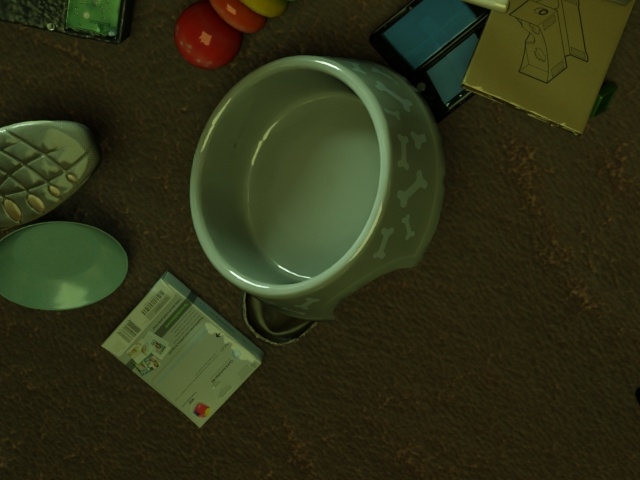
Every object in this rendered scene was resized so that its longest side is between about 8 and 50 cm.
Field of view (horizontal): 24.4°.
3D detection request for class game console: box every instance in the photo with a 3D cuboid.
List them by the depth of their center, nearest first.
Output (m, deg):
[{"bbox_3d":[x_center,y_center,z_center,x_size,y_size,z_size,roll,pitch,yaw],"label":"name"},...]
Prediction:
[{"bbox_3d":[0.155,-0.243,1.877,0.144,0.124,0.085,-38,144,19],"label":"game console"}]

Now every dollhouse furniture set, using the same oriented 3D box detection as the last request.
[{"bbox_3d":[0.303,-0.215,1.901,0.151,0.058,0.076,31,120,17],"label":"dollhouse furniture set"}]

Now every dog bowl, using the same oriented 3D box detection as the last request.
[{"bbox_3d":[-0.018,-0.073,1.861,0.348,0.102,0.349,-7,78,33],"label":"dog bowl"}]

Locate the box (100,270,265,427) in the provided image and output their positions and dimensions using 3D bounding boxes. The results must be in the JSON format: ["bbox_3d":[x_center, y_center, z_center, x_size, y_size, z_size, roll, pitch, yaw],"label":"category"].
[{"bbox_3d":[-0.194,0.155,2.097,0.186,0.038,0.145,41,110,-6],"label":"box"}]

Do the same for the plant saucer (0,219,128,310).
[{"bbox_3d":[-0.365,0.025,2.046,0.195,0.037,0.195,-6,140,-5],"label":"plant saucer"}]

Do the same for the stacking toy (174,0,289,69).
[{"bbox_3d":[-0.066,-0.341,1.859,0.141,0.141,0.330,44,113,-8],"label":"stacking toy"}]

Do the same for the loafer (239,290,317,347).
[{"bbox_3d":[0.000,0.000,1.964,0.134,0.130,0.366,32,111,-3],"label":"loafer"}]

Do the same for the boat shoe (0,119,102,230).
[{"bbox_3d":[-0.441,-0.077,2.005,0.355,0.130,0.132,-22,100,21],"label":"boat shoe"}]

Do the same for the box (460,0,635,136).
[{"bbox_3d":[0.284,-0.251,1.841,0.164,0.021,0.201,23,82,0],"label":"box"}]

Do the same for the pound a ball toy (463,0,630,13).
[{"bbox_3d":[0.229,-0.360,1.790,0.319,0.136,0.208,20,94,3],"label":"pound a ball toy"}]

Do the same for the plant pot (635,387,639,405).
[{"bbox_3d":[0.549,0.257,1.956,0.187,0.167,0.188,-34,100,17],"label":"plant pot"}]

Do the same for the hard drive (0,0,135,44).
[{"bbox_3d":[-0.399,-0.403,1.917,0.339,0.064,0.237,12,111,5],"label":"hard drive"}]
